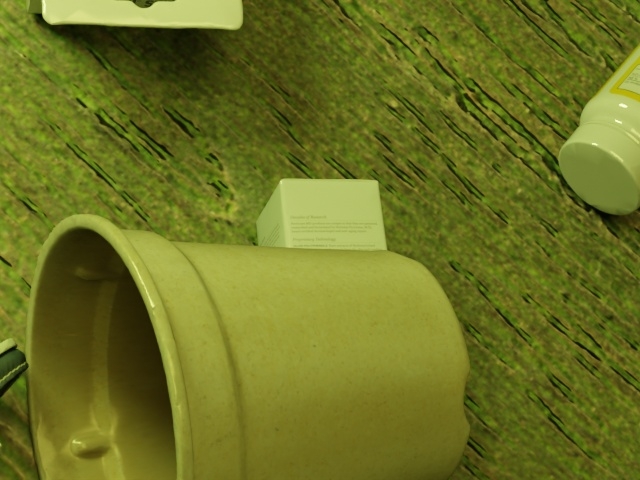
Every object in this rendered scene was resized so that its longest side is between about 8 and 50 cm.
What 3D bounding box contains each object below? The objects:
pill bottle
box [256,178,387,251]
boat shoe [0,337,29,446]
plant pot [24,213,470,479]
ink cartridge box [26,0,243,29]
[{"bbox_3d":[0.341,-0.130,1.811,0.119,0.119,0.208,41,64,5],"label":"pill bottle"},{"bbox_3d":[0.000,0.000,1.676,0.102,0.101,0.087,-1,67,-17],"label":"box"},{"bbox_3d":[-0.333,0.193,1.511,0.079,0.095,0.254,39,65,6],"label":"boat shoe"},{"bbox_3d":[-0.053,0.131,1.513,0.305,0.334,0.334,-6,69,-29],"label":"plant pot"},{"bbox_3d":[-0.194,-0.339,1.761,0.207,0.119,0.353,1,66,-15],"label":"ink cartridge box"}]
